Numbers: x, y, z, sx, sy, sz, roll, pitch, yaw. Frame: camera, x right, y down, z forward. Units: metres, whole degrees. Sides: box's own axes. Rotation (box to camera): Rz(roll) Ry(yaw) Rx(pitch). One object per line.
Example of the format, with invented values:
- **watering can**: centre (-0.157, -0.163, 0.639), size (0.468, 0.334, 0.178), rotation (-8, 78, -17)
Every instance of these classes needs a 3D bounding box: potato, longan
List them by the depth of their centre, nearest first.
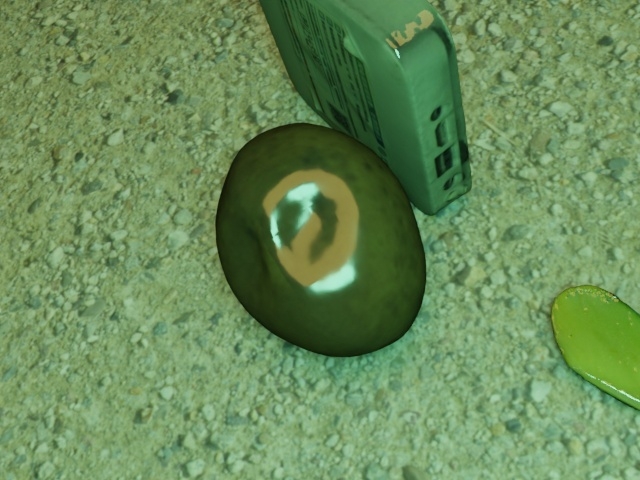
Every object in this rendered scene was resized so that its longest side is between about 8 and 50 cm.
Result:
- **potato**: centre (0.383, 0.148, 1.028), size (0.119, 0.054, 0.198), rotation (-41, 64, -13)
- **longan**: centre (0.000, 0.000, 1.082), size (0.289, 0.288, 0.350), rotation (-26, 69, -4)

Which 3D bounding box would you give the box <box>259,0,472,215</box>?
- **box**: centre (0.058, -0.256, 1.139), size (0.111, 0.396, 0.396), rotation (-38, 60, -7)
